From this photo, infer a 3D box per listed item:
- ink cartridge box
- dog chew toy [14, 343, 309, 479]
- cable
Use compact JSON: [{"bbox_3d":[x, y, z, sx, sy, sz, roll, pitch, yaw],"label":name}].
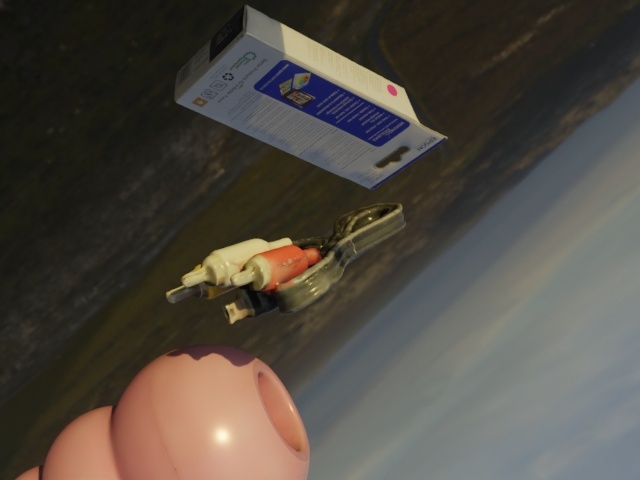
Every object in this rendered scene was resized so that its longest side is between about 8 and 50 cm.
[{"bbox_3d":[-0.009,-0.194,1.427,0.176,0.371,0.069,-34,-136,41],"label":"ink cartridge box"},{"bbox_3d":[-0.180,0.243,0.983,0.332,0.206,0.206,-29,175,8],"label":"dog chew toy"},{"bbox_3d":[0.000,0.000,0.909,0.139,0.072,0.287,-10,-165,46],"label":"cable"}]
